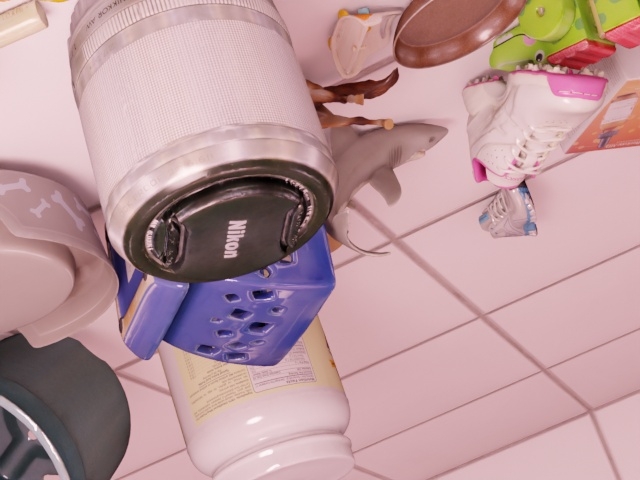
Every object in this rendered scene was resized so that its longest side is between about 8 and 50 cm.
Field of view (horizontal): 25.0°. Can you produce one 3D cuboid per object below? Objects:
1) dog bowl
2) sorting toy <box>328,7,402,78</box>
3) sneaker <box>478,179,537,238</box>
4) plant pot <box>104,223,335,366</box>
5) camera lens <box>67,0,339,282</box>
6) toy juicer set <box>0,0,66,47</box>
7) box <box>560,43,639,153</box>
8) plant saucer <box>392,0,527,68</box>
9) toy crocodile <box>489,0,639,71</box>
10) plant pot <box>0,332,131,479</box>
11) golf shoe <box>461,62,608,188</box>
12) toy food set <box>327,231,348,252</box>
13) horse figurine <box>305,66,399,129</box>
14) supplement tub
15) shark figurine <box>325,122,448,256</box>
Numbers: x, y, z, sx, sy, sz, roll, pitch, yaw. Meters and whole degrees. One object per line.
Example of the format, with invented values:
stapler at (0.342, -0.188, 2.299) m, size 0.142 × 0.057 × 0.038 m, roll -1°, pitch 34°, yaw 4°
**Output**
dog bowl at (-0.414, 0.033, 1.673) m, size 0.349 × 0.102 × 0.349 m, roll -11°, pitch 155°, yaw -5°
sorting toy at (0.054, -0.227, 1.586) m, size 0.075 × 0.045 × 0.083 m, roll -19°, pitch 151°, yaw -32°
sneaker at (0.274, -0.041, 2.133) m, size 0.083 × 0.071 × 0.191 m, roll -15°, pitch 157°, yaw 4°
plant pot at (-0.133, 0.008, 1.728) m, size 0.212 × 0.236 × 0.236 m, roll -2°, pitch 153°, yaw -21°
camera lens at (-0.116, -0.114, 1.379) m, size 0.219 × 0.274 × 0.219 m, roll -14°, pitch 151°, yaw -8°
toy juicer set at (-0.315, -0.219, 1.268) m, size 0.209 × 0.089 × 0.329 m, roll -23°, pitch -177°, yaw -14°
box at (0.384, -0.196, 1.844) m, size 0.130 × 0.091 × 0.170 m, roll -8°, pitch 154°, yaw -25°
plant saucer at (0.151, -0.252, 1.602) m, size 0.168 × 0.029 × 0.168 m, roll -23°, pitch 160°, yaw -9°
toy crocodile at (0.336, -0.258, 1.625) m, size 0.340 × 0.105 × 0.115 m, roll -24°, pitch 160°, yaw 39°
plant pot at (-0.420, 0.286, 1.907) m, size 0.341 × 0.341 × 0.334 m, roll -27°, pitch -174°, yaw 17°
golf shoe at (0.251, -0.131, 1.687) m, size 0.115 × 0.140 × 0.306 m, roll 5°, pitch 178°, yaw -12°
toy food set at (0.000, 0.000, 2.064) m, size 0.083 × 0.020 × 0.082 m, roll -8°, pitch 154°, yaw -24°
horse figurine at (-0.035, -0.147, 1.600) m, size 0.263 × 0.066 × 0.174 m, roll -15°, pitch -159°, yaw -38°
supplement tub at (-0.095, 0.193, 2.028) m, size 0.235 × 0.325 × 0.235 m, roll -16°, pitch 157°, yaw -7°
shark figurine at (0.032, -0.087, 1.766) m, size 0.166 × 0.278 × 0.116 m, roll 1°, pitch 125°, yaw 27°
